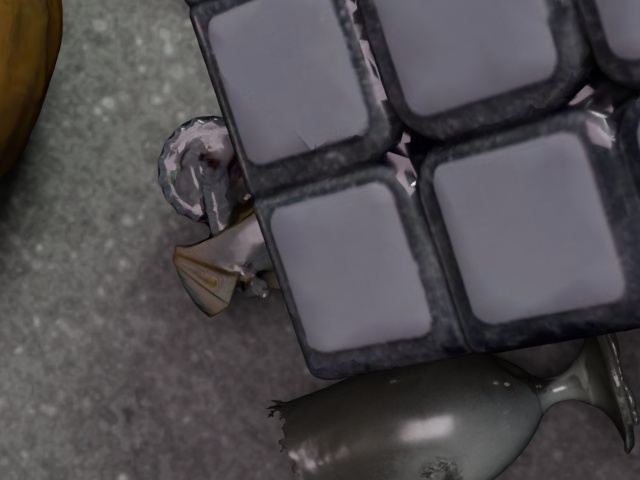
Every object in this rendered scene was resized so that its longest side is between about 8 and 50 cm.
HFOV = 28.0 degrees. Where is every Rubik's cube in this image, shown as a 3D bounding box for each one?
[{"bbox_3d":[0.137,-0.129,0.647,0.301,0.305,0.304,-13,96,36],"label":"Rubik's cube"}]

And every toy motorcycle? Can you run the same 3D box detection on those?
[{"bbox_3d":[0.000,0.000,0.843,0.229,0.094,0.130,13,91,-3],"label":"toy motorcycle"}]

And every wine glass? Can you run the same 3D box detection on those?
[{"bbox_3d":[0.082,0.115,0.807,0.222,0.103,0.103,-18,82,7],"label":"wine glass"}]

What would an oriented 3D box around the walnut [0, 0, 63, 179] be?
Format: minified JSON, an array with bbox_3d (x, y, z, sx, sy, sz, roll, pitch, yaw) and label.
[{"bbox_3d":[-0.362,-0.127,0.799,0.398,0.308,0.354,-34,95,2],"label":"walnut"}]
